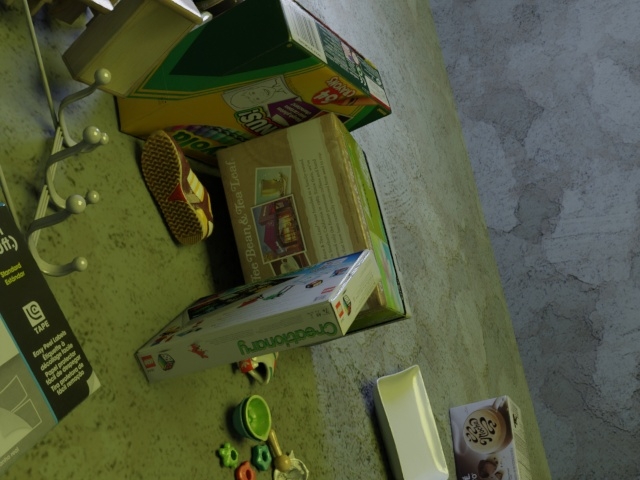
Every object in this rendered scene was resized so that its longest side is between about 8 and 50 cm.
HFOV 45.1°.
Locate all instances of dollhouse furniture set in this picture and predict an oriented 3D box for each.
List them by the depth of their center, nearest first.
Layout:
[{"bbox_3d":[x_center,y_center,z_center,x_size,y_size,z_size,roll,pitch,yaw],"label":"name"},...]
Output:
[{"bbox_3d":[-0.297,-0.345,1.048,0.242,0.161,0.212,58,20,21],"label":"dollhouse furniture set"}]

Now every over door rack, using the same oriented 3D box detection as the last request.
[{"bbox_3d":[-0.317,-0.146,0.873,0.324,0.108,0.240,79,5,-50],"label":"over door rack"}]

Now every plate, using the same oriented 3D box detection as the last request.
[{"bbox_3d":[0.197,0.433,1.734,0.277,0.045,0.278,3,69,-65],"label":"plate"}]

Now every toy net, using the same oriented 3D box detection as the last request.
[{"bbox_3d":[-0.074,0.350,1.223,0.232,0.045,0.122,52,30,-35],"label":"toy net"}]

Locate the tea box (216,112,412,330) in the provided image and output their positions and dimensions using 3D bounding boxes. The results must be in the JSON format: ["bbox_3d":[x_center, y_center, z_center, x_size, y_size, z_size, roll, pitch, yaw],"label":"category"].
[{"bbox_3d":[0.000,0.000,1.363,0.323,0.219,0.329,27,47,-72],"label":"tea box"}]

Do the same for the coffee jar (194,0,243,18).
[{"bbox_3d":[-0.229,-0.515,1.475,0.184,0.096,0.079,53,33,-33],"label":"coffee jar"}]

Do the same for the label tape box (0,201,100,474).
[{"bbox_3d":[-0.380,0.064,0.718,0.334,0.105,0.240,66,24,-11],"label":"label tape box"}]

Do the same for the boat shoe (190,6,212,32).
[{"bbox_3d":[-0.246,-0.398,1.424,0.040,0.049,0.142,33,32,-1],"label":"boat shoe"}]

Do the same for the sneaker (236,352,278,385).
[{"bbox_3d":[-0.120,0.169,1.245,0.161,0.057,0.075,58,22,-33],"label":"sneaker"}]

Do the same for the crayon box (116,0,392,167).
[{"bbox_3d":[-0.100,-0.237,1.275,0.363,0.313,0.106,17,54,-60],"label":"crayon box"}]

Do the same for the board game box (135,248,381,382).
[{"bbox_3d":[-0.082,0.103,1.073,0.053,0.305,0.193,68,25,-11],"label":"board game box"}]

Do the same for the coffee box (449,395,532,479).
[{"bbox_3d":[0.448,0.577,2.006,0.119,0.168,0.297,44,36,-45],"label":"coffee box"}]

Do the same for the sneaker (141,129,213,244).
[{"bbox_3d":[-0.223,-0.086,1.219,0.084,0.069,0.186,-51,125,-72],"label":"sneaker"}]
